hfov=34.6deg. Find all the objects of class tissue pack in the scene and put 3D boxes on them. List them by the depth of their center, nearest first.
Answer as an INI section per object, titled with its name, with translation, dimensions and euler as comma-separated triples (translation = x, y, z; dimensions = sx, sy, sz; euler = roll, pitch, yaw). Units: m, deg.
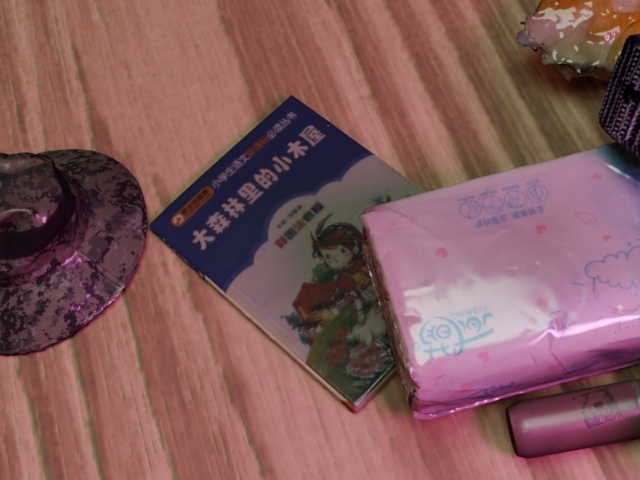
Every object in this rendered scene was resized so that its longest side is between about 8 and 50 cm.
[tissue pack]
translation = 0.188, 0.035, 0.951
dimensions = 0.271, 0.124, 0.202
euler = -15, 61, -2

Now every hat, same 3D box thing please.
[hat]
translation = -0.317, -0.022, 1.084
dimensions = 0.265, 0.128, 0.266
euler = -3, 59, 4

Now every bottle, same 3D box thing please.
[bottle]
translation = 0.239, 0.159, 0.921
dimensions = 0.140, 0.053, 0.053
euler = -11, 59, 3

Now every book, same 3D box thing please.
[book]
translation = 0.000, 0.000, 1.076
dimensions = 0.322, 0.018, 0.228
euler = 38, 73, 26

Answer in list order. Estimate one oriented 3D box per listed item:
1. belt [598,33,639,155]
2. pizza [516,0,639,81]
[belt]
translation = 0.416, -0.091, 0.924
dimensions = 0.324, 0.122, 0.260
euler = 20, 22, 9
[pizza]
translation = 0.480, -0.285, 1.123
dimensions = 0.391, 0.080, 0.435
euler = 27, 69, 23
